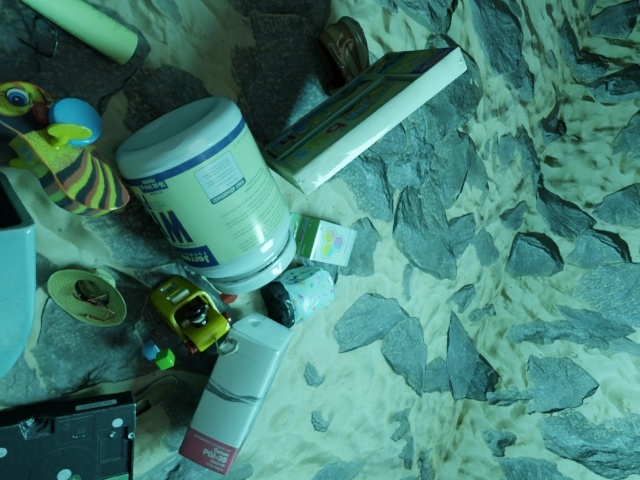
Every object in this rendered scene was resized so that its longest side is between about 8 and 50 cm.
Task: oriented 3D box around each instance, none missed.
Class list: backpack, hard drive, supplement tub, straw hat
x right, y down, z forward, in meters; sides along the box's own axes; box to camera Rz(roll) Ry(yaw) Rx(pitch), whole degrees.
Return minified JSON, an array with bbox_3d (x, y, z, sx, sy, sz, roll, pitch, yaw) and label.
[{"bbox_3d":[-0.053,0.140,1.087,0.182,0.115,0.151,-27,117,-39],"label":"backpack"},{"bbox_3d":[-0.479,0.465,0.777,0.237,0.064,0.338,0,101,-31],"label":"hard drive"},{"bbox_3d":[-0.199,-0.078,0.800,0.235,0.235,0.324,-44,128,-26],"label":"supplement tub"},{"bbox_3d":[-0.411,0.087,0.762,0.061,0.145,0.144,-82,153,-52],"label":"straw hat"}]

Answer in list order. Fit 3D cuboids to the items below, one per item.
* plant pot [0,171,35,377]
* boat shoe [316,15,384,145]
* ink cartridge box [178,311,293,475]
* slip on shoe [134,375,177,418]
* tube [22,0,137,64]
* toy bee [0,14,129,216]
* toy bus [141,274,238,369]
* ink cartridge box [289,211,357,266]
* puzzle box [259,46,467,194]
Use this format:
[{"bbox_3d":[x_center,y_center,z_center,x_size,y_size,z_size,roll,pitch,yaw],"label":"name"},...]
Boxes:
[{"bbox_3d":[-0.522,0.070,0.539,0.248,0.247,0.252,-14,121,-41],"label":"plant pot"},{"bbox_3d":[0.074,-0.389,1.070,0.116,0.123,0.324,-30,118,-12],"label":"boat shoe"},{"bbox_3d":[-0.177,0.324,0.930,0.207,0.117,0.283,0,113,-85],"label":"ink cartridge box"},{"bbox_3d":[-0.367,0.343,0.893,0.135,0.041,0.051,-22,116,-38],"label":"slip on shoe"},{"bbox_3d":[-0.406,-0.362,0.634,0.240,0.070,0.062,22,70,-47],"label":"tube"},{"bbox_3d":[-0.427,-0.159,0.614,0.298,0.195,0.162,52,40,2],"label":"toy bee"},{"bbox_3d":[-0.263,0.142,0.837,0.191,0.202,0.104,-88,160,-57],"label":"toy bus"},{"bbox_3d":[0.000,0.000,1.133,0.209,0.062,0.109,15,92,-44],"label":"ink cartridge box"},{"bbox_3d":[0.067,-0.270,0.890,0.409,0.272,0.052,-39,121,-5],"label":"puzzle box"}]
